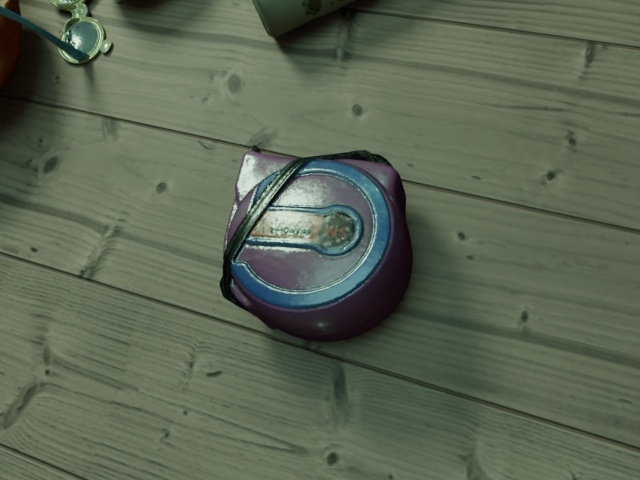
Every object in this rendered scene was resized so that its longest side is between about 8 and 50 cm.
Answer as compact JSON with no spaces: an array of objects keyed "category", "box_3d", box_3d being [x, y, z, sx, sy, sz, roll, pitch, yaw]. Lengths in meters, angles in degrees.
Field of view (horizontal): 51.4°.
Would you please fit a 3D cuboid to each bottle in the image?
[{"category":"bottle","box_3d":[0.018,-0.396,0.957,0.253,0.120,0.120,-23,69,4]}]

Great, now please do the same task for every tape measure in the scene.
[{"category":"tape measure","box_3d":[0.000,0.000,0.826,0.232,0.149,0.245,7,67,19]}]

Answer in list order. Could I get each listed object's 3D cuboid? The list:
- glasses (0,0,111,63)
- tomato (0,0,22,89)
[{"category":"glasses","box_3d":[-0.448,-0.374,1.019,0.088,0.221,0.189,-21,82,30]},{"category":"tomato","box_3d":[-0.613,-0.285,1.045,0.339,0.143,0.338,-5,54,7]}]
